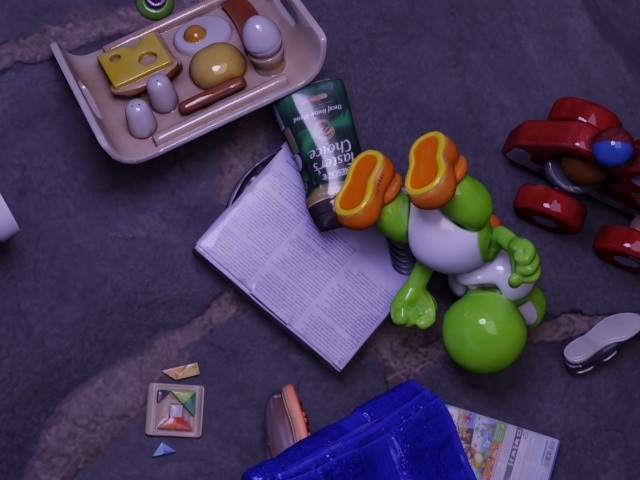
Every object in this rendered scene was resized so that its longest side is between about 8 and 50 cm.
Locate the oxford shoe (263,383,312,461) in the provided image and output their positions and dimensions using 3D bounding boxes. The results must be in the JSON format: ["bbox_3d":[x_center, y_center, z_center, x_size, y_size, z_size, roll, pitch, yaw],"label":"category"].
[{"bbox_3d":[-0.063,0.362,1.714,0.133,0.130,0.363,-3,77,2],"label":"oxford shoe"}]

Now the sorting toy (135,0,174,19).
[{"bbox_3d":[-0.230,-0.344,1.815,0.061,0.042,0.102,-17,86,-12],"label":"sorting toy"}]

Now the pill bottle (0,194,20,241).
[{"bbox_3d":[-0.533,0.017,1.642,0.323,0.181,0.181,-31,89,-12],"label":"pill bottle"}]

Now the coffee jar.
[{"bbox_3d":[0.011,-0.108,1.743,0.096,0.079,0.184,-18,84,-12],"label":"coffee jar"}]

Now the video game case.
[{"bbox_3d":[0.227,0.299,1.826,0.166,0.015,0.119,18,81,-7],"label":"video game case"}]

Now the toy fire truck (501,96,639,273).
[{"bbox_3d":[0.399,-0.085,1.784,0.302,0.254,0.169,25,79,-6],"label":"toy fire truck"}]

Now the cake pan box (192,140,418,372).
[{"bbox_3d":[0.000,0.000,1.799,0.267,0.070,0.245,40,76,-3],"label":"cake pan box"}]

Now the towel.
[{"bbox_3d":[0.066,0.319,1.654,0.308,0.076,0.227,-23,87,-39],"label":"towel"}]

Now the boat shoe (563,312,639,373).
[{"bbox_3d":[0.385,0.141,1.864,0.125,0.038,0.046,-30,47,-18],"label":"boat shoe"}]

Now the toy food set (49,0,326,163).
[{"bbox_3d":[-0.169,-0.243,1.726,0.306,0.092,0.219,-26,51,-9],"label":"toy food set"}]

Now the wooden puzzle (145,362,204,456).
[{"bbox_3d":[-0.187,0.217,1.764,0.079,0.014,0.116,-3,83,-10],"label":"wooden puzzle"}]

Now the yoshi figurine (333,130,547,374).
[{"bbox_3d":[0.173,0.042,1.707,0.203,0.203,0.362,-45,130,1],"label":"yoshi figurine"}]
